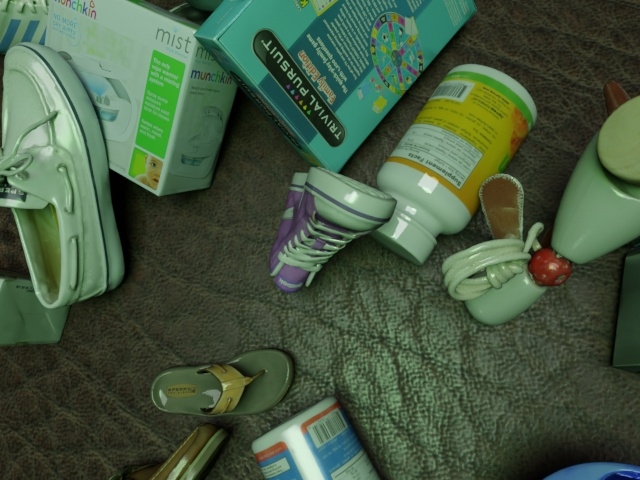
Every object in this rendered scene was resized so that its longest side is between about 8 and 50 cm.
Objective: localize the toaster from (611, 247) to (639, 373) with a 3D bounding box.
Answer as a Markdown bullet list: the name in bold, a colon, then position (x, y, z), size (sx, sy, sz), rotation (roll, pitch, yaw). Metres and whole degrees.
- **toaster**: position (0.455, 0.084, 0.513), size (0.168, 0.110, 0.186), rotation (12, 80, 12)

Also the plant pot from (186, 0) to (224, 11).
- **plant pot**: position (-0.166, -0.547, 0.621), size (0.341, 0.334, 0.341), rotation (-9, 56, 14)

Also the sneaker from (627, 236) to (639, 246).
- **sneaker**: position (0.447, -0.070, 0.570), size (0.211, 0.080, 0.081), rotation (-36, 65, -12)

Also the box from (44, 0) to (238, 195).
- **box**: position (-0.270, -0.230, 0.667), size (0.262, 0.127, 0.231), rotation (29, 114, 15)

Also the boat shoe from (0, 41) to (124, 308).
- **boat shoe**: position (-0.394, -0.076, 0.605), size (0.136, 0.156, 0.367), rotation (4, 108, 25)

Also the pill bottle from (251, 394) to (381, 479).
- **pill bottle**: position (0.018, 0.316, 0.535), size (0.124, 0.124, 0.221), rotation (-30, 74, 3)

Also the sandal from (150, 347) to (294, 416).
- **sandal**: position (-0.145, 0.202, 0.623), size (0.219, 0.060, 0.090), rotation (-6, 77, 9)

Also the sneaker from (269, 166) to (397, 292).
- **sneaker**: position (0.001, 0.000, 0.545), size (0.102, 0.282, 0.161), rotation (20, 91, -11)

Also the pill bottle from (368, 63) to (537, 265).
- **pill bottle**: position (0.161, -0.094, 0.593), size (0.136, 0.136, 0.246), rotation (34, 86, 16)

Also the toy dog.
- **toy dog**: position (0.282, -0.050, 0.512), size (0.333, 0.220, 0.161), rotation (-33, 49, 22)

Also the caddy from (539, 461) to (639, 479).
- **caddy**: position (0.319, 0.385, 0.403), size (0.241, 0.179, 0.341), rotation (-30, 59, 3)

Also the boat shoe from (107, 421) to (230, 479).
- **boat shoe**: position (-0.250, 0.352, 0.583), size (0.104, 0.111, 0.307), rotation (38, 87, 15)

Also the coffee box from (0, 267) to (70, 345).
- **coffee box**: position (-0.539, 0.085, 0.682), size (0.246, 0.141, 0.098), rotation (11, 81, 14)

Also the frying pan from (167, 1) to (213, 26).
- **frying pan**: position (-0.182, -0.373, 0.764), size (0.197, 0.053, 0.326), rotation (28, 82, 15)

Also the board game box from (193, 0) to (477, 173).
- **board game box**: position (0.040, -0.297, 0.601), size (0.336, 0.254, 0.079), rotation (-49, 42, -3)

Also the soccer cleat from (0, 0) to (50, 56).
- **soccer cleat**: position (-0.485, -0.403, 0.778), size (0.331, 0.143, 0.116), rotation (-7, 77, 9)
